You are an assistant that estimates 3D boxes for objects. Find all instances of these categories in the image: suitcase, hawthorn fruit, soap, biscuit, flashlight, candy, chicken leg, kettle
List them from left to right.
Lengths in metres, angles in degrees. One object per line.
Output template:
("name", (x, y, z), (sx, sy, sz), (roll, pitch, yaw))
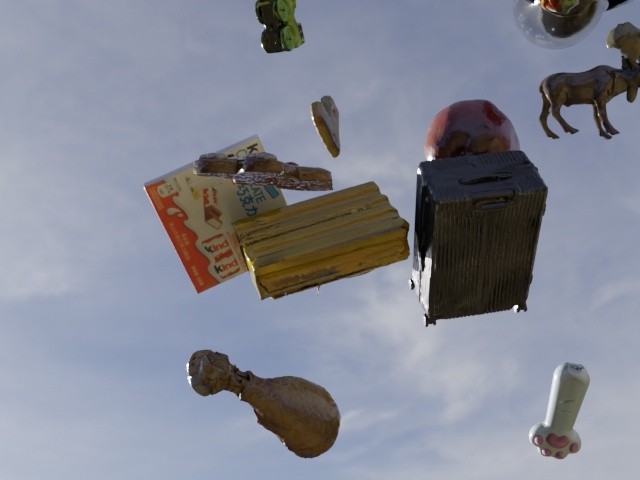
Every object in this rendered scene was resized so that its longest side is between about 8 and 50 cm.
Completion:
("chicken leg", (-0.072, 0.216, 1.022), (0.251, 0.107, 0.087), (33, -78, -29))
("biscuit", (-0.055, -0.083, 0.919), (0.138, 0.031, 0.205), (1, -3, 32))
("soap", (-0.001, 0.000, 1.498), (0.324, 0.204, 0.096), (-16, -56, -10))
("biscuit", (0.014, -0.335, 2.014), (0.038, 0.183, 0.174), (-14, -41, 16))
("hawthorn fruit", (0.320, -0.194, 1.614), (0.215, 0.215, 0.250), (-31, 8, 33))
("suitcase", (0.301, -0.004, 1.483), (0.229, 0.152, 0.335), (-8, -51, -6))
("candy", (0.381, -0.465, 1.297), (0.078, 0.084, 0.287), (-36, -21, 28))
("flashlight", (0.439, 0.311, 1.353), (0.093, 0.047, 0.201), (11, -65, 9))
("kettle", (0.583, -0.558, 1.699), (0.268, 0.208, 0.290), (0, 6, 11))

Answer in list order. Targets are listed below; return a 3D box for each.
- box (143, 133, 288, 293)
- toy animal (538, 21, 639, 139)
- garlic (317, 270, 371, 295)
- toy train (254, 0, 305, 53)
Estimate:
("box", (-0.203, -0.054, 1.616), (0.264, 0.048, 0.273), (-25, -67, -4))
("toy animal", (0.484, -0.270, 1.279), (0.214, 0.186, 0.094), (1, -1, 11))
("garlic", (0.083, 0.024, 1.680), (0.267, 0.128, 0.148), (-54, -5, -6))
("toy train", (-0.078, -0.404, 1.117), (0.053, 0.085, 0.250), (3, -58, 25))
